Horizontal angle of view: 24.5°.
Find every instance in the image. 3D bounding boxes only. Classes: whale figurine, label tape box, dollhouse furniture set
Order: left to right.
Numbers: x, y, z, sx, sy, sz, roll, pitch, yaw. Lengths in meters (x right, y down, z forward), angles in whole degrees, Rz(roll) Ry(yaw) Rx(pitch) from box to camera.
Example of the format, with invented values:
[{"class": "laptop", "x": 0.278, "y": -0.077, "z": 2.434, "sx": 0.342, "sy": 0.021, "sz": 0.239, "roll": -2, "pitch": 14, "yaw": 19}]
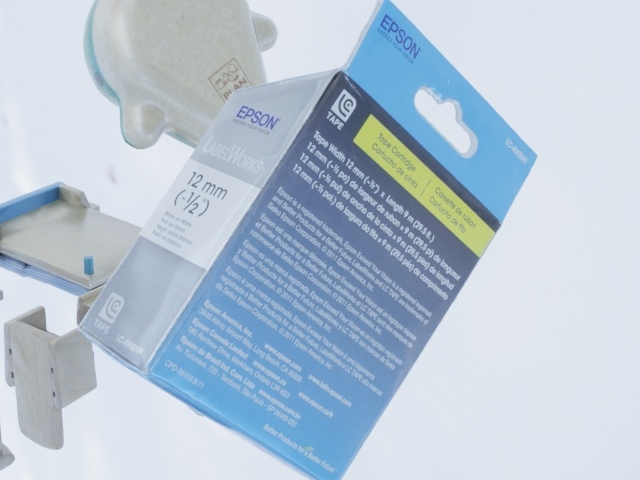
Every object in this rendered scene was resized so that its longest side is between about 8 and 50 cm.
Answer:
[{"class": "dollhouse furniture set", "x": -0.262, "y": 0.096, "z": 1.553, "sx": 0.286, "sy": 0.303, "sz": 0.198, "roll": 18, "pitch": 121, "yaw": 33}, {"class": "whale figurine", "x": -0.131, "y": -0.159, "z": 1.519, "sx": 0.272, "sy": 0.216, "sz": 0.141, "roll": 53, "pitch": 151, "yaw": -16}, {"class": "label tape box", "x": 0.000, "y": 0.000, "z": 1.226, "sx": 0.115, "sy": 0.347, "sz": 0.249, "roll": 22, "pitch": 167, "yaw": 47}]

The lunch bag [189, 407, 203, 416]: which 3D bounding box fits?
[{"class": "lunch bag", "x": -0.124, "y": 0.145, "z": 1.615, "sx": 0.053, "sy": 0.071, "sz": 0.083, "roll": 22, "pitch": -160, "yaw": -36}]
